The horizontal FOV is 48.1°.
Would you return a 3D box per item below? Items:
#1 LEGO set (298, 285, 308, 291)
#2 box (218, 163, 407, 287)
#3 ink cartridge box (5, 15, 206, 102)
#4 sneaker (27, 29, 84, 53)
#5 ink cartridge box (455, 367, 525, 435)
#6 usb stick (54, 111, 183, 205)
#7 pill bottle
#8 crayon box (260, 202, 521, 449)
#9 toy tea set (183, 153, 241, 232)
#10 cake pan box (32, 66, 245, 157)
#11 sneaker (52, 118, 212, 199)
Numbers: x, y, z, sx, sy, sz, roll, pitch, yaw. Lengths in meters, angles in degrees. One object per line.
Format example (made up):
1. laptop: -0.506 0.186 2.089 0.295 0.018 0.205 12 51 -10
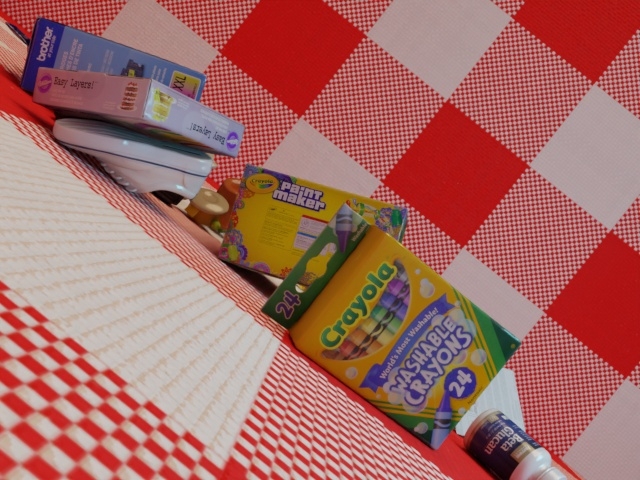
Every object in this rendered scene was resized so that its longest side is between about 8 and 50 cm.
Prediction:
1. LEGO set: -0.053 0.046 1.822 0.132 0.107 0.287 38 1 -35
2. box: 0.000 0.000 1.334 0.289 0.177 0.279 16 -3 7
3. ink cartridge box: -0.454 -0.343 1.495 0.395 0.151 0.270 15 8 -16
4. sneaker: -0.617 -0.404 1.763 0.148 0.131 0.350 -3 -18 -4
5. ink cartridge box: 0.341 0.349 1.535 0.232 0.066 0.189 18 52 -30
6. usb stick: -0.375 -0.162 1.351 0.278 0.045 0.077 38 -6 -19
7. pill bottle: 0.340 0.381 1.252 0.169 0.094 0.094 39 1 41
8. crayon box: 0.102 0.125 1.031 0.323 0.203 0.083 38 1 -14
9. toy tea set: -0.291 -0.117 1.553 0.336 0.124 0.200 43 32 24
10. cake pan box: -0.302 -0.213 1.197 0.266 0.070 0.245 13 -4 28
11. sneaker: -0.301 -0.123 1.149 0.258 0.091 0.094 15 17 -27
